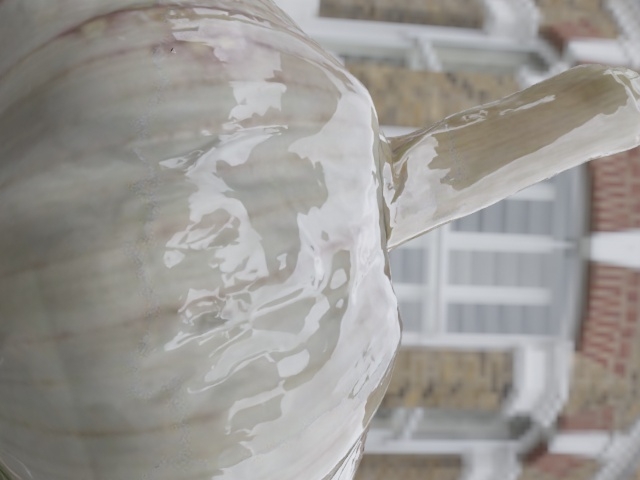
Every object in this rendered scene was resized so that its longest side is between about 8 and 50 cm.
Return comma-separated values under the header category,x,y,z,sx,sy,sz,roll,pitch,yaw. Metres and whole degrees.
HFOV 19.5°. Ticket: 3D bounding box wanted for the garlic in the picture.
category,x,y,z,sx,sy,sz,roll,pitch,yaw
garlic,0.000,0.000,0.551,0.199,0.226,0.199,167,-90,-76
